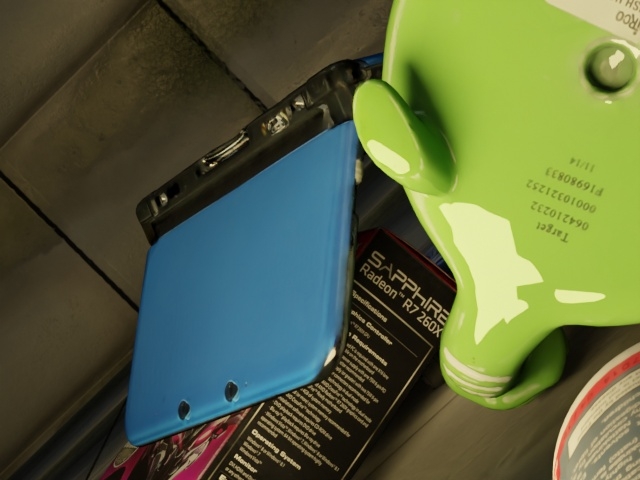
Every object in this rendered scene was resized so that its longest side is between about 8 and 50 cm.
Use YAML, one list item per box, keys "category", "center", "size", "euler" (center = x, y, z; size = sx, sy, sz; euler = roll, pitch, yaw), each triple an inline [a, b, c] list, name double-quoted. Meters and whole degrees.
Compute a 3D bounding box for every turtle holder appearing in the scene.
- category: "turtle holder"
  center: [0.165, -0.061, 0.730]
  size: [0.243, 0.320, 0.227]
  euler: [-3, 7, 18]

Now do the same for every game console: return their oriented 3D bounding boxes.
- category: "game console"
  center: [0.000, 0.000, 0.925]
  size: [0.250, 0.173, 0.293]
  euler: [-19, -5, -35]

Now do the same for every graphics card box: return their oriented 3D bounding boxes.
- category: "graphics card box"
  center: [-0.071, 0.163, 0.956]
  size: [0.371, 0.094, 0.233]
  euler: [-55, 15, -16]

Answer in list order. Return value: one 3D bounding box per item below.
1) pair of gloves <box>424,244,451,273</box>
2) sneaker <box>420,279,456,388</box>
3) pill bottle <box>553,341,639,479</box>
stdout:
- category: "pair of gloves"
  center: [0.078, 0.037, 1.272]
  size: [0.159, 0.023, 0.198]
  euler: [-36, 6, 3]
- category: "sneaker"
  center: [0.100, 0.056, 1.007]
  size: [0.089, 0.051, 0.170]
  euler: [-44, 12, 8]
- category: "pill bottle"
  center: [0.119, 0.100, 0.370]
  size: [0.108, 0.108, 0.180]
  euler: [-42, 7, 16]
